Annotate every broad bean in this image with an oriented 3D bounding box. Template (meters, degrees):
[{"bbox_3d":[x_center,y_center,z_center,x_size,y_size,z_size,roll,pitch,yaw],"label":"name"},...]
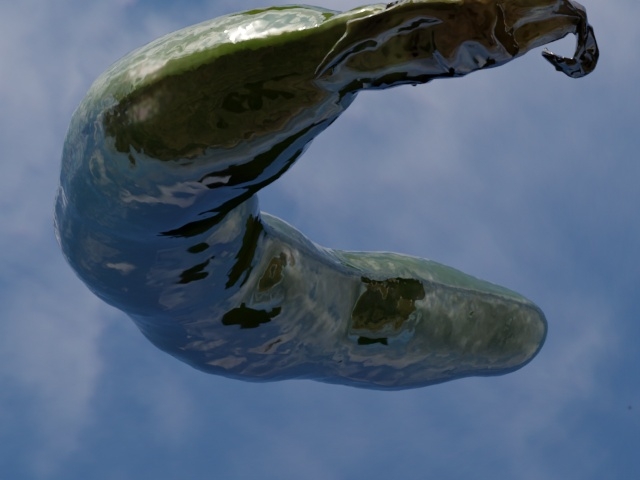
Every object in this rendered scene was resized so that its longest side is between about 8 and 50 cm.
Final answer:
[{"bbox_3d":[0.000,0.000,0.558,0.144,0.292,0.049,-3,-109,4],"label":"broad bean"}]
